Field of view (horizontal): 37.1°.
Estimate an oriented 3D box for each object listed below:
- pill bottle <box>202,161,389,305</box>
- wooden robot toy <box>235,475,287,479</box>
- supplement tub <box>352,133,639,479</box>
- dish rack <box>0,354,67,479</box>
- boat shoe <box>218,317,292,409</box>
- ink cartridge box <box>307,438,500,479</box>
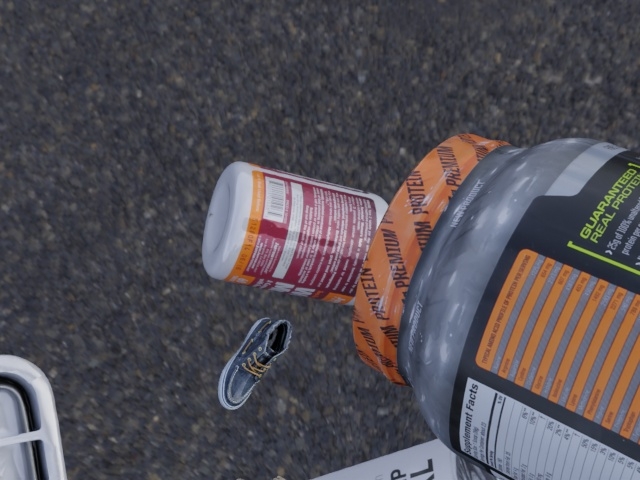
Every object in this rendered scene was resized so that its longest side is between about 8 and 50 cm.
[{"bbox_3d":[0.000,0.000,0.980,0.221,0.121,0.121,13,68,-19],"label":"pill bottle"},{"bbox_3d":[-0.092,0.218,0.721,0.079,0.076,0.173,24,37,30],"label":"wooden robot toy"},{"bbox_3d":[0.186,0.065,0.492,0.316,0.193,0.193,26,72,28],"label":"supplement tub"},{"bbox_3d":[-0.418,0.273,0.926,0.333,0.072,0.285,-6,82,-32],"label":"dish rack"},{"bbox_3d":[-0.117,0.217,1.705,0.065,0.083,0.183,35,68,-22],"label":"boat shoe"},{"bbox_3d":[0.191,0.284,0.741,0.395,0.166,0.285,-21,33,13],"label":"ink cartridge box"}]
